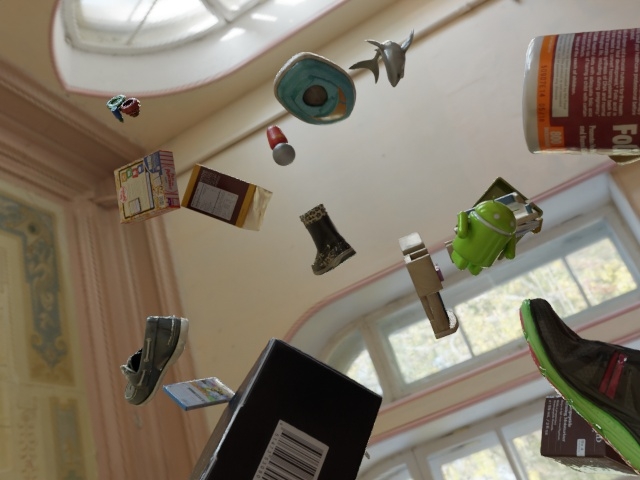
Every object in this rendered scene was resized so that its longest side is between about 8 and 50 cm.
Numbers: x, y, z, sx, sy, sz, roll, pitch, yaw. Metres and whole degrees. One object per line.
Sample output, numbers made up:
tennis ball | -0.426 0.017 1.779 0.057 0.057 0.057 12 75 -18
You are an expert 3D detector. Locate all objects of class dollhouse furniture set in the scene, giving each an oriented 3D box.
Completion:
dollhouse furniture set | 0.336 0.052 1.250 0.286 0.303 0.198 -69 -44 -79

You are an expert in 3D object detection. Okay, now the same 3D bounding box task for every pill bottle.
pill bottle | 0.577 -0.263 1.114 0.224 0.392 0.224 -15 -73 -62

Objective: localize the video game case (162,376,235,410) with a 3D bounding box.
video game case | -0.317 0.406 1.668 0.166 0.015 0.119 1 -164 -44

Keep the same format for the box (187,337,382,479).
box | -0.142 0.558 1.389 0.297 0.472 0.480 30 -130 -4

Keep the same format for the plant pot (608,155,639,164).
plant pot | 0.923 -0.335 1.765 0.237 0.254 0.237 23 -136 -25

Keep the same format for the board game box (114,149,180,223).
board game box | -0.442 -0.131 1.588 0.045 0.193 0.146 -1 -99 -53

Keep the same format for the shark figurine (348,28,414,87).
shark figurine | 0.167 -0.534 1.779 0.116 0.166 0.278 14 -166 -19

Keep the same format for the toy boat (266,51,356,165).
toy boat | -0.040 -0.359 1.775 0.267 0.318 0.148 19 -146 -39

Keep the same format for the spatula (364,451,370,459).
spatula | 0.087 0.518 1.823 0.242 0.019 0.168 55 -164 -36

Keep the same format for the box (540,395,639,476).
box | 0.720 0.511 1.653 0.167 0.203 0.168 28 -119 -22

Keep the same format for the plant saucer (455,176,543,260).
plant saucer | 0.503 -0.066 1.787 0.188 0.188 0.045 34 -165 -19

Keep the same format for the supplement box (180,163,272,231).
supplement box | -0.270 -0.122 1.833 0.194 0.129 0.191 20 -178 10

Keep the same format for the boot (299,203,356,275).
boot | 0.002 -0.001 1.798 0.178 0.085 0.236 58 156 0

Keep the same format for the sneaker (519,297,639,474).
sneaker | 0.613 0.294 1.310 0.483 0.202 0.185 48 -176 23

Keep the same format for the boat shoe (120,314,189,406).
boat shoe | -0.403 0.275 1.441 0.099 0.319 0.116 18 -139 -26

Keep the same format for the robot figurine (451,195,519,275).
robot figurine | 0.236 -0.007 0.903 0.101 0.115 0.067 23 -158 -17

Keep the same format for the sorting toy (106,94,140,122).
sorting toy | -0.481 -0.320 1.536 0.061 0.102 0.042 -52 -41 -25
